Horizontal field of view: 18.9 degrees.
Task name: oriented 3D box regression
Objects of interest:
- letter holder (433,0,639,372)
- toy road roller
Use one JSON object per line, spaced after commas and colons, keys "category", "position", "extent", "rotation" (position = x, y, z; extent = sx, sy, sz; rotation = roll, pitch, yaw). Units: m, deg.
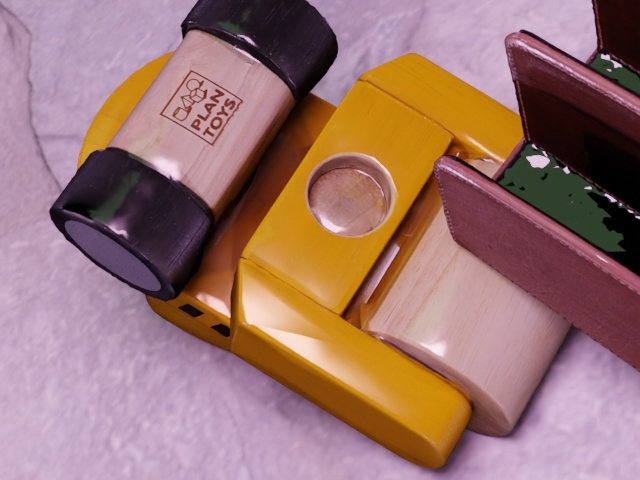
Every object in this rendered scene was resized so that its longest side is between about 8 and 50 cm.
{"category": "letter holder", "position": [0.216, -0.012, 0.973], "extent": [0.302, 0.214, 0.152], "rotation": [36, 79, 21]}
{"category": "toy road roller", "position": [0.000, 0.000, 1.234], "extent": [0.329, 0.240, 0.202], "rotation": [31, 73, 6]}
